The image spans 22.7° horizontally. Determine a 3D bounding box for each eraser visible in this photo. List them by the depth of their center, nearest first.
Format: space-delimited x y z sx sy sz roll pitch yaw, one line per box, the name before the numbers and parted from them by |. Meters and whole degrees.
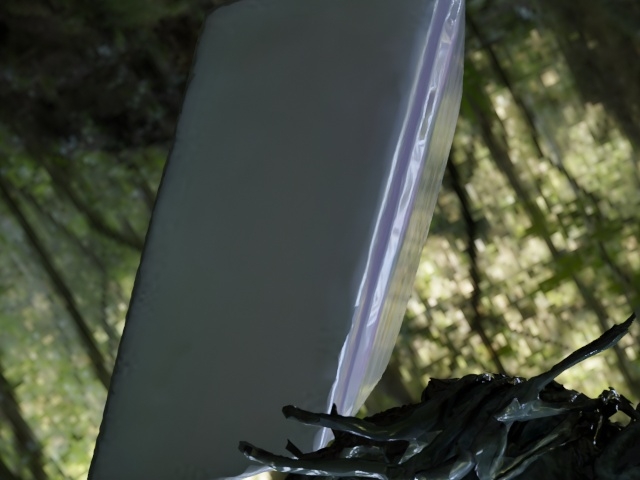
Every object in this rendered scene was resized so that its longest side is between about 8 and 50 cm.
eraser | -0.001 0.000 0.695 0.082 0.213 0.397 15 -179 5

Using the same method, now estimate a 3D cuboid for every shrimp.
shrimp | 0.053 0.053 0.391 0.174 0.082 0.076 -23 -125 18

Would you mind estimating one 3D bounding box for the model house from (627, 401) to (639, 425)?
model house | 0.316 0.214 1.289 0.152 0.165 0.106 10 -159 38
